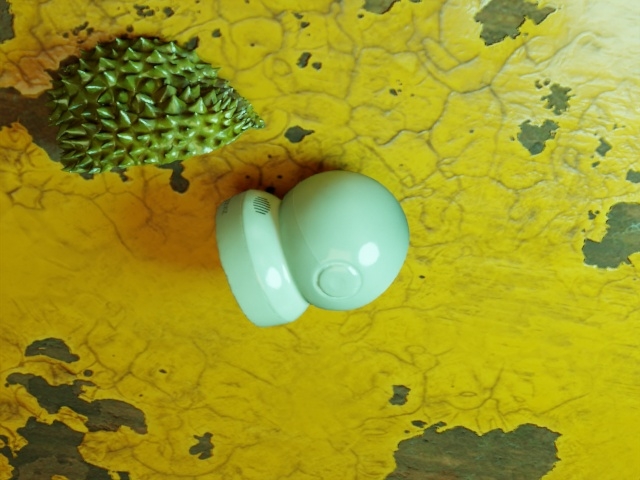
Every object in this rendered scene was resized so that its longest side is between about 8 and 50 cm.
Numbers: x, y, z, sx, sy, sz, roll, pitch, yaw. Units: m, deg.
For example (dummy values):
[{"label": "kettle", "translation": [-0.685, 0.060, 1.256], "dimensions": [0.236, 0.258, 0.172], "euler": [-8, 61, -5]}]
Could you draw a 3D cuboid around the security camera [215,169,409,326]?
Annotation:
[{"label": "security camera", "translation": [0.000, 0.000, 1.450], "dimensions": [0.236, 0.195, 0.195], "euler": [-18, 124, 12]}]

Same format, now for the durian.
[{"label": "durian", "translation": [-0.233, -0.172, 1.386], "dimensions": [0.260, 0.154, 0.187], "euler": [-22, 98, 9]}]
